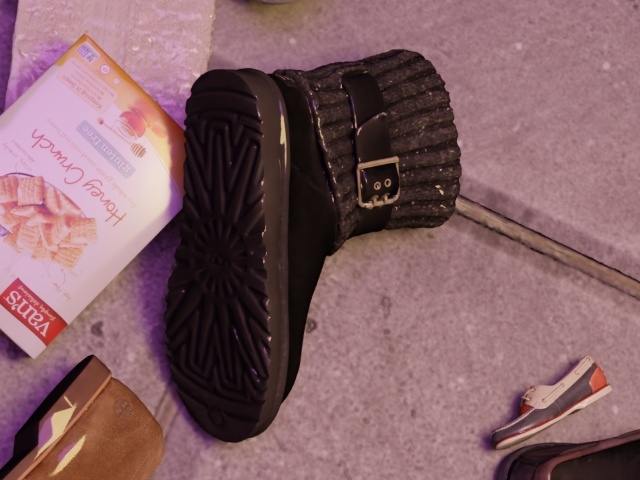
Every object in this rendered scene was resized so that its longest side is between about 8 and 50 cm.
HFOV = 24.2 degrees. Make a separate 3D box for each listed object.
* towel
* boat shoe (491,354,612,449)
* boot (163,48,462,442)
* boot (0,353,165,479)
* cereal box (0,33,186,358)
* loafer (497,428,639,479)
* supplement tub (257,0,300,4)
[{"bbox_3d":[-0.191,-0.199,1.400,0.187,0.049,0.282,7,74,-12],"label":"towel"},{"bbox_3d":[0.214,0.154,1.411,0.137,0.049,0.043,-26,80,-21],"label":"boat shoe"},{"bbox_3d":[0.003,0.000,1.356,0.260,0.131,0.347,-8,110,-46],"label":"boot"},{"bbox_3d":[-0.248,0.245,1.246,0.115,0.112,0.305,44,68,-11],"label":"boot"},{"bbox_3d":[-0.232,-0.038,1.317,0.173,0.047,0.240,44,79,-10],"label":"cereal box"},{"bbox_3d":[0.320,0.222,1.394,0.303,0.095,0.109,-3,77,-15],"label":"loafer"},{"bbox_3d":[-0.051,-0.325,1.387,0.117,0.117,0.190,-43,129,-20],"label":"supplement tub"}]
